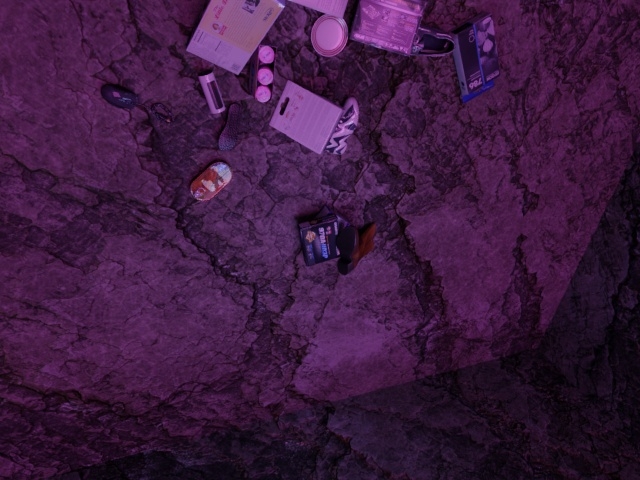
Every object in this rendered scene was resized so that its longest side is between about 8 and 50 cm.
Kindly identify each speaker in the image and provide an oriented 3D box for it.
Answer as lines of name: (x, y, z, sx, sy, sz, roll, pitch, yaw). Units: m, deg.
speaker: (-0.376, -0.514, 1.525, 0.055, 0.055, 0.136, -20, 128, -9)

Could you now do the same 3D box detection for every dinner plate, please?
dinner plate: (0.031, -0.732, 1.569, 0.141, 0.017, 0.141, -11, 128, -15)

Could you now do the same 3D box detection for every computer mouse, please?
computer mouse: (-0.609, -0.451, 1.478, 0.241, 0.041, 0.071, 17, 114, -32)

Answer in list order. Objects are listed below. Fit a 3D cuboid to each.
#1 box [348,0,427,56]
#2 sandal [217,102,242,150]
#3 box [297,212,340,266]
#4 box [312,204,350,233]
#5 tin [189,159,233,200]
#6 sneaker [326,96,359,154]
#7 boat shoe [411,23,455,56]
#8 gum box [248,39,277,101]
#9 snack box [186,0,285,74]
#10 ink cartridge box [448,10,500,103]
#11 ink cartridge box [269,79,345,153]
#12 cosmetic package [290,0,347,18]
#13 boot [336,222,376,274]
box: (0.232, -0.771, 1.546, 0.230, 0.056, 0.183, 13, 114, -6)
sandal: (-0.334, -0.418, 1.626, 0.067, 0.040, 0.180, 11, 104, -35)
box: (0.000, 0.000, 1.956, 0.175, 0.051, 0.221, -16, 129, -10)
box: (0.041, -0.071, 2.003, 0.137, 0.072, 0.126, 29, 108, -35)
tin: (-0.424, -0.233, 1.714, 0.189, 0.040, 0.106, -40, 125, 7)
sneaker: (0.048, -0.452, 1.722, 0.152, 0.094, 0.235, -2, 134, -32)
boat shoe: (0.361, -0.751, 1.642, 0.318, 0.099, 0.116, -1, 127, -21)
gum box: (-0.201, -0.581, 1.517, 0.062, 0.107, 0.189, -3, 124, -21)
snack box: (-0.267, -0.667, 1.352, 0.187, 0.060, 0.321, 16, 150, -31)
ink cartridge box: (0.639, -0.730, 1.802, 0.165, 0.065, 0.333, -32, 130, 0)
ink cartridge box: (-0.051, -0.464, 1.660, 0.232, 0.066, 0.189, 32, 112, 9)
cosmetic package: (-0.083, -0.844, 1.352, 0.365, 0.155, 0.197, 7, 121, -26)
boot: (0.190, -0.005, 2.022, 0.280, 0.096, 0.264, -38, 137, -42)
